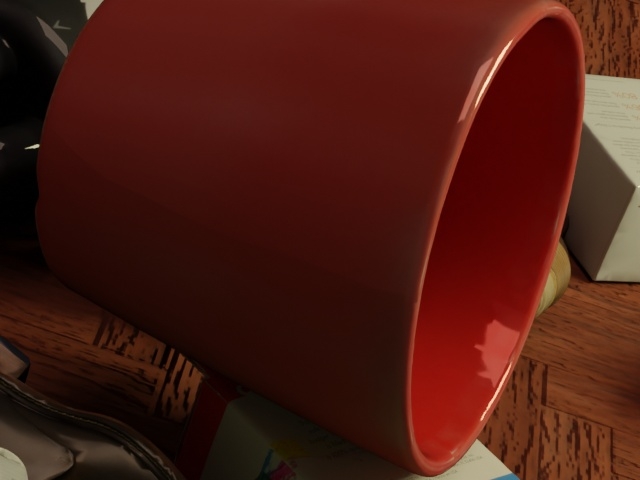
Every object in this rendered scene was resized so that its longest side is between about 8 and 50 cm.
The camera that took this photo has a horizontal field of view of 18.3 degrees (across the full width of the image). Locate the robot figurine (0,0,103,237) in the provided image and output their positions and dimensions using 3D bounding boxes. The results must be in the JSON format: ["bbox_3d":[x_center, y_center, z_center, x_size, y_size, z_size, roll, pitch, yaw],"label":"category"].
[{"bbox_3d":[-0.164,-0.104,1.343,0.173,0.209,0.278,23,29,29],"label":"robot figurine"}]

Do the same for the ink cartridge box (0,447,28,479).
[{"bbox_3d":[-0.197,0.213,0.820,0.181,0.056,0.224,-13,75,8],"label":"ink cartridge box"}]

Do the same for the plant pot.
[{"bbox_3d":[-0.008,-0.032,1.113,0.243,0.275,0.275,17,29,20],"label":"plant pot"}]

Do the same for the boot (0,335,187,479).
[{"bbox_3d":[-0.159,0.140,1.092,0.219,0.082,0.106,34,55,13],"label":"boot"}]

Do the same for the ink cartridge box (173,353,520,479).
[{"bbox_3d":[0.011,0.135,1.168,0.134,0.078,0.231,-12,43,-42],"label":"ink cartridge box"}]

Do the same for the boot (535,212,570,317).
[{"bbox_3d":[0.065,-0.017,1.459,0.248,0.090,0.207,20,19,2],"label":"boot"}]

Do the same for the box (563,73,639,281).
[{"bbox_3d":[0.247,-0.051,1.581,0.130,0.091,0.170,3,35,-27],"label":"box"}]
